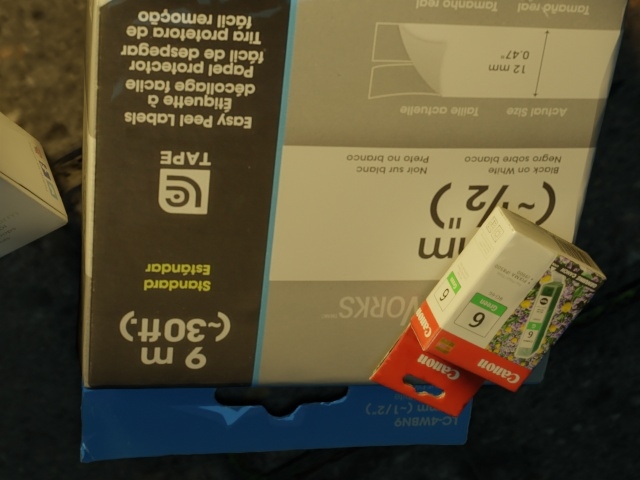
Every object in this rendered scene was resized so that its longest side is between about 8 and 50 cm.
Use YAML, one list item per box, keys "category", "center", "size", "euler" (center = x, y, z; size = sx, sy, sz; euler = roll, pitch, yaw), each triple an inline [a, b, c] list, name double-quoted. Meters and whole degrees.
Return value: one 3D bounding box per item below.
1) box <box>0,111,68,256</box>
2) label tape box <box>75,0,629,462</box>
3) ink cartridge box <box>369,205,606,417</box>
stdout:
- category: "box"
  center: [-0.275, -0.019, 0.597]
  size: [0.232, 0.058, 0.322]
  euler: [-27, 160, 5]
- category: "label tape box"
  center: [0.000, 0.000, 0.739]
  size: [0.249, 0.115, 0.348]
  euler: [0, 118, -12]
- category: "ink cartridge box"
  center: [0.082, 0.044, 0.701]
  size: [0.063, 0.029, 0.115]
  euler: [26, 111, -26]
